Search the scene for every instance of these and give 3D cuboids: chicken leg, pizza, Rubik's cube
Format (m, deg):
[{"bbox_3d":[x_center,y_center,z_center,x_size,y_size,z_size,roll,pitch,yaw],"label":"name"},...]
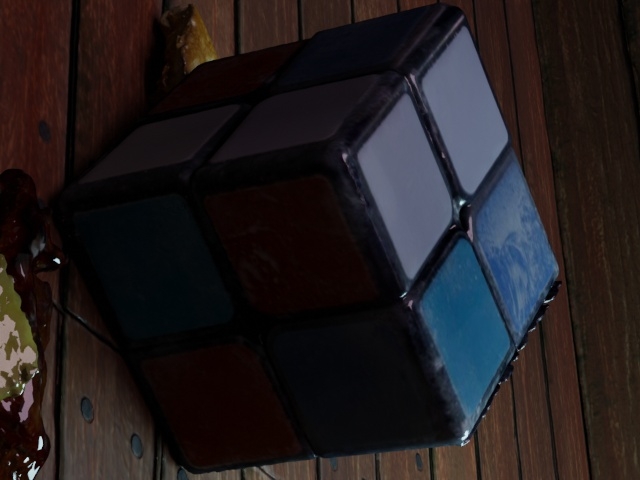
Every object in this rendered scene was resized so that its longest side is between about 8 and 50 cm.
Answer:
[{"bbox_3d":[-0.246,0.130,1.476,0.158,0.096,0.407,73,10,-69],"label":"chicken leg"},{"bbox_3d":[-0.133,-0.138,1.991,0.161,0.062,0.182,-76,149,-64],"label":"pizza"},{"bbox_3d":[0.000,0.000,1.800,0.316,0.313,0.318,-51,124,-52],"label":"Rubik's cube"}]

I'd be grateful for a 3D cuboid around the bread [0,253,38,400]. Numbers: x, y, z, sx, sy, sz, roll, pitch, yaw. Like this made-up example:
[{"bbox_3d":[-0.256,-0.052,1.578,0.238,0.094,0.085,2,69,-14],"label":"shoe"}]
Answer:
[{"bbox_3d":[-0.353,0.065,1.056,0.361,0.245,0.233,-50,122,-69],"label":"bread"}]
